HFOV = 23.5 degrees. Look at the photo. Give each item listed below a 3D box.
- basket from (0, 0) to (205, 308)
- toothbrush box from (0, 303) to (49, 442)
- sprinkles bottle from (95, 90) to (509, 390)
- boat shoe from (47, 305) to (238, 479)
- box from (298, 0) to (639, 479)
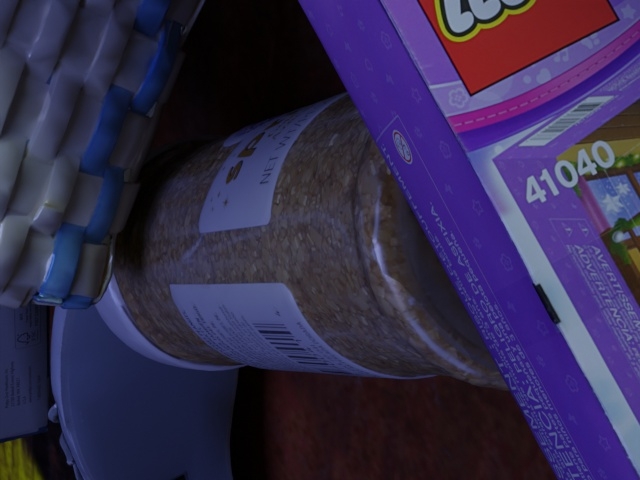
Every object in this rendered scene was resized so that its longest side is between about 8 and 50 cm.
[{"bbox_3d":[-0.215,-0.094,0.695,0.255,0.289,0.201,-67,26,5],"label":"basket"},{"bbox_3d":[-0.276,-0.034,0.977,0.295,0.126,0.216,52,144,44],"label":"toothbrush box"},{"bbox_3d":[0.000,0.000,0.666,0.355,0.121,0.121,-6,105,66],"label":"sprinkles bottle"},{"bbox_3d":[-0.103,0.109,0.927,0.105,0.113,0.306,41,152,50],"label":"boat shoe"},{"bbox_3d":[0.169,-0.041,0.378,0.201,0.293,0.057,62,166,4],"label":"box"}]
